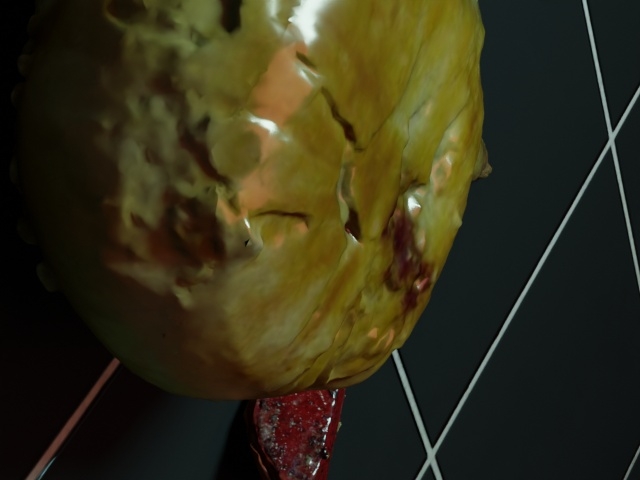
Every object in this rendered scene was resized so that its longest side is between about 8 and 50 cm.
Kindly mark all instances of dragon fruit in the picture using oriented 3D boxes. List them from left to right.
[{"bbox_3d":[-0.024,0.171,1.495,0.106,0.083,0.162,89,9,-55],"label":"dragon fruit"}]

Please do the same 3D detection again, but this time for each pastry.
[{"bbox_3d":[-0.048,-0.083,1.192,0.409,0.245,0.409,-34,131,-49],"label":"pastry"}]

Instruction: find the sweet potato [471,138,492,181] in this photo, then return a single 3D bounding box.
[{"bbox_3d":[0.136,-0.081,1.680,0.226,0.068,0.068,11,90,-60],"label":"sweet potato"}]
